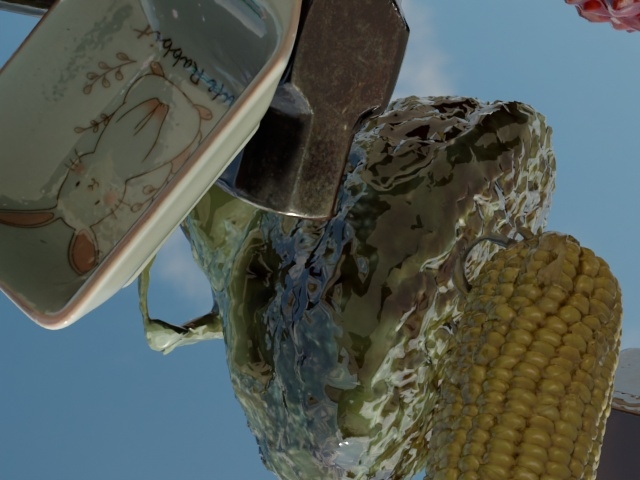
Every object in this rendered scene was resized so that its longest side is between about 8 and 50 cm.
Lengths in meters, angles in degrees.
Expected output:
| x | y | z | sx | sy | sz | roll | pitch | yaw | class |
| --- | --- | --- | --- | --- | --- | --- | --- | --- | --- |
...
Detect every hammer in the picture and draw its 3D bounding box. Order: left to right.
| x | y | z | sx | sy | sz | roll | pitch | yaw | class |
| --- | --- | --- | --- | --- | --- | --- | --- | --- | --- |
| -0.123 | -0.158 | 0.696 | 0.409 | 0.242 | 0.095 | 9 | -165 | -35 | hammer |

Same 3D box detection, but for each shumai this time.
| x | y | z | sx | sy | sz | roll | pitch | yaw | class |
| --- | --- | --- | --- | --- | --- | --- | --- | --- | --- |
| 0.000 | 0.000 | 1.026 | 0.348 | 0.395 | 0.395 | 28 | -146 | 23 | shumai |

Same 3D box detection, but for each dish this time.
| x | y | z | sx | sy | sz | roll | pitch | yaw | class |
| --- | --- | --- | --- | --- | --- | --- | --- | --- | --- |
| -0.094 | -0.071 | 0.621 | 0.154 | 0.234 | 0.064 | 41 | -177 | 34 | dish |

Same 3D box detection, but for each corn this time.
| x | y | z | sx | sy | sz | roll | pitch | yaw | class |
| --- | --- | --- | --- | --- | --- | --- | --- | --- | --- |
| 0.106 | 0.117 | 0.634 | 0.106 | 0.106 | 0.293 | 29 | -128 | -14 | corn |

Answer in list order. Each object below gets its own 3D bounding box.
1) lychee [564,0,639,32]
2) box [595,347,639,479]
| x | y | z | sx | sy | sz | roll | pitch | yaw | class |
| --- | --- | --- | --- | --- | --- | --- | --- | --- | --- |
| 0.325 | -0.362 | 0.980 | 0.424 | 0.500 | 0.424 | 1 | -107 | -2 | lychee |
| 0.368 | 0.309 | 1.300 | 0.229 | 0.239 | 0.339 | -16 | -72 | -42 | box |
